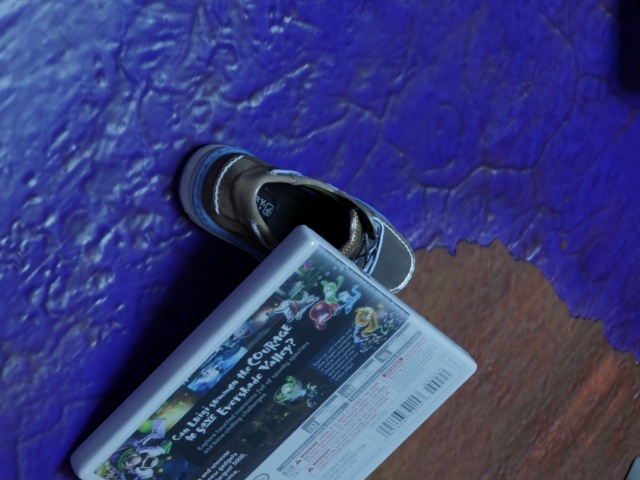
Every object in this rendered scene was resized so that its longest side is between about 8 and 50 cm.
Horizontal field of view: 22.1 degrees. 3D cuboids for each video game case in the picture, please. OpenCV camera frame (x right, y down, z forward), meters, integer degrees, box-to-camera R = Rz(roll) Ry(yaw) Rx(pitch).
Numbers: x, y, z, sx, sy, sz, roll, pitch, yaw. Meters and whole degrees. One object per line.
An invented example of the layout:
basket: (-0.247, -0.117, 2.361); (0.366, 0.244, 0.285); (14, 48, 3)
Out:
video game case: (-0.023, 0.099, 0.957); (0.190, 0.022, 0.173); (-45, 132, 8)

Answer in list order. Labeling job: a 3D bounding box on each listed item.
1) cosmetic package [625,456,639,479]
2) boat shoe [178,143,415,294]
cosmetic package: (0.369, 0.278, 1.209); (0.160, 0.309, 0.113); (31, 83, -44)
boat shoe: (0.000, 0.000, 0.960); (0.183, 0.066, 0.066); (21, 89, -43)
